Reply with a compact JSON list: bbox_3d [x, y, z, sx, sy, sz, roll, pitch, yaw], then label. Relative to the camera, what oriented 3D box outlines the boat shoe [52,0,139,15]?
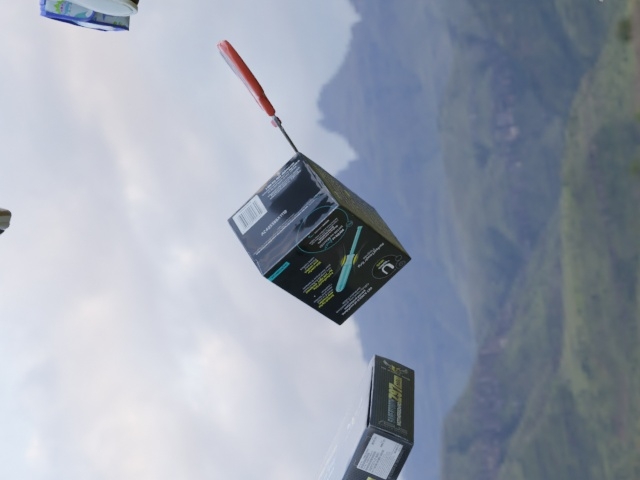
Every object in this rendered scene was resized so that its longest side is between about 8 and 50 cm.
[{"bbox_3d":[-0.368,-0.398,1.943,0.068,0.228,0.081,-68,-23,-12],"label":"boat shoe"}]

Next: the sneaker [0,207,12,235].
[{"bbox_3d":[-0.483,0.032,1.528,0.282,0.099,0.153,-15,-65,-65],"label":"sneaker"}]

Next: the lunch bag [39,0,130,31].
[{"bbox_3d":[-0.384,-0.415,2.082,0.151,0.096,0.128,6,-89,-41],"label":"lunch bag"}]

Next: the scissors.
[{"bbox_3d":[-0.076,-0.194,1.983,0.297,0.021,0.109,55,174,-24],"label":"scissors"}]

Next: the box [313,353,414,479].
[{"bbox_3d":[0.037,0.269,1.448,0.183,0.059,0.232,-76,10,-70],"label":"box"}]

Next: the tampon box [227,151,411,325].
[{"bbox_3d":[0.000,0.000,1.447,0.161,0.120,0.101,36,-165,-48],"label":"tampon box"}]
